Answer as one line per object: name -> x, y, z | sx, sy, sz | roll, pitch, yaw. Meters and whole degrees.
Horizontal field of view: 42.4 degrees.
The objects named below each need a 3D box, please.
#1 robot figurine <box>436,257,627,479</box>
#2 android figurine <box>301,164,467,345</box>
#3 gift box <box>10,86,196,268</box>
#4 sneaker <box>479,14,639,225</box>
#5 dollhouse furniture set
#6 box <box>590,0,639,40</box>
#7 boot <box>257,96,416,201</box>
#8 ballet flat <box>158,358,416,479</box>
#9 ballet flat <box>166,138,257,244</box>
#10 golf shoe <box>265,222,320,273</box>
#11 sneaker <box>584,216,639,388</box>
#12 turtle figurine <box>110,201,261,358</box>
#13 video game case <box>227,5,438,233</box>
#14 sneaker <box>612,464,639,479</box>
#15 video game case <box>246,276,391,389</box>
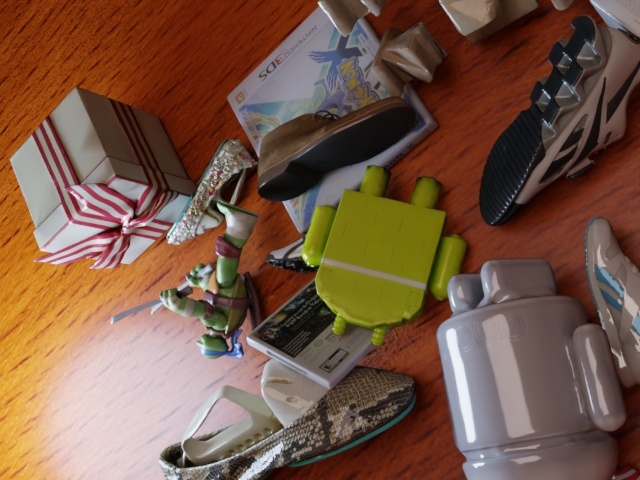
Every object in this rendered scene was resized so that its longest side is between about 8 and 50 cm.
robot figurine -> 0.269, 0.203, 1.087 | 0.300, 0.199, 0.353 | -36, 59, 57
android figurine -> 0.093, 0.023, 1.269 | 0.248, 0.056, 0.273 | 12, 76, 13
gift box -> -0.424, -0.100, 1.559 | 0.255, 0.276, 0.258 | -43, 63, 26
sneaker -> 0.344, -0.138, 1.150 | 0.122, 0.146, 0.330 | -99, 30, -46
dollhouse furniture set -> 0.166, -0.482, 1.197 | 0.362, 0.394, 0.256 | -25, 30, 37
box -> 0.441, -0.317, 1.121 | 0.087, 0.101, 0.102 | -49, 60, 17
boot -> 0.013, -0.175, 1.341 | 0.305, 0.112, 0.115 | -24, 59, 31
ballet flat -> -0.085, 0.293, 1.311 | 0.483, 0.164, 0.182 | -34, 101, 27
ballet flat -> -0.199, -0.075, 1.521 | 0.077, 0.091, 0.241 | 34, 108, 2
golf shoe -> 0.000, 0.000, 1.381 | 0.198, 0.077, 0.094 | -11, 73, 21
sneaker -> 0.411, 0.075, 1.093 | 0.092, 0.087, 0.229 | -18, 79, 22
turtle figurine -> -0.219, 0.056, 1.437 | 0.274, 0.198, 0.266 | 22, 93, 30
video game case -> 0.006, -0.226, 1.433 | 0.300, 0.036, 0.329 | -40, 63, 22
sneaker -> 0.381, 0.346, 1.084 | 0.118, 0.042, 0.067 | -46, 64, 10
video game case -> 0.009, 0.136, 1.300 | 0.173, 0.190, 0.022 | 24, 138, 34
